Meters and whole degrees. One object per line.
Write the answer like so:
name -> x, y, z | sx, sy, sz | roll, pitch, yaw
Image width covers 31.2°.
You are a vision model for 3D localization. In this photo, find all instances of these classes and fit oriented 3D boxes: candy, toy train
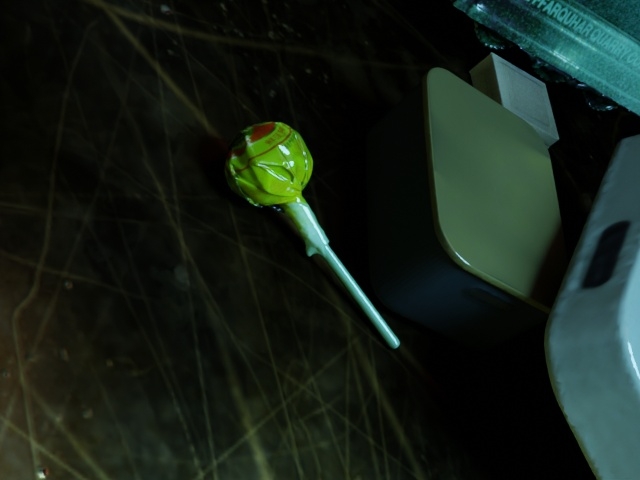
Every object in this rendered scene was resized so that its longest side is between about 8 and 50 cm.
candy -> 0.000, 0.000, 0.820 | 0.194, 0.062, 0.058 | 55, -8, -9
toy train -> 0.260, -0.254, 1.159 | 0.330, 0.178, 0.138 | 20, 28, -34

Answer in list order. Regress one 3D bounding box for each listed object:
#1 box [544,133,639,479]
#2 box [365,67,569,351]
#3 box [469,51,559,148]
box -> 0.310, 0.132, 0.929 | 0.373, 0.090, 0.367 | 62, 35, -18
box -> 0.111, -0.021, 0.908 | 0.144, 0.090, 0.201 | 25, 44, -29
box -> 0.191, -0.132, 1.125 | 0.083, 0.035, 0.079 | 24, 44, -31
